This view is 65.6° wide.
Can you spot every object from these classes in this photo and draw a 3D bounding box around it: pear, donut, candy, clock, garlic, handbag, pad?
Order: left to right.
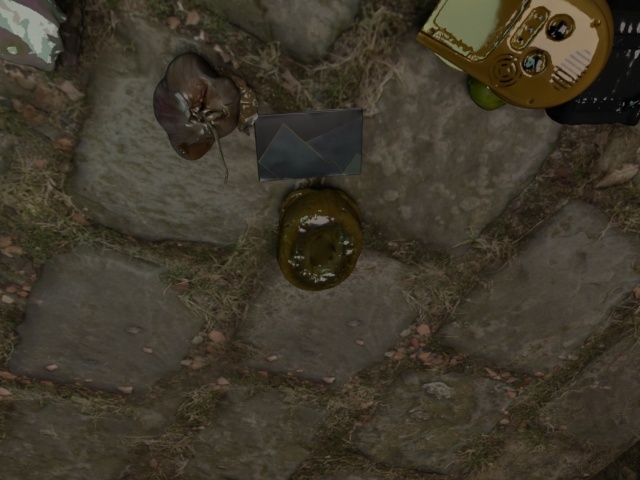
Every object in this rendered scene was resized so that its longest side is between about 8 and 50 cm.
[{"bbox_3d":[-0.504,-0.376,0.822,0.195,0.185,0.137,15,116,-18],"label":"candy"},{"bbox_3d":[-0.195,-0.232,0.966,0.207,0.257,0.207,-37,162,-14],"label":"garlic"},{"bbox_3d":[-0.025,-0.212,1.118,0.242,0.004,0.164,-6,125,-6],"label":"pad"},{"bbox_3d":[0.000,0.000,1.191,0.208,0.128,0.262,-2,126,-8],"label":"donut"},{"bbox_3d":[0.360,-0.321,1.060,0.097,0.092,0.092,29,125,22],"label":"pear"},{"bbox_3d":[0.360,-0.374,0.892,0.317,0.200,0.244,38,127,2],"label":"clock"},{"bbox_3d":[0.583,-0.360,1.011,0.181,0.181,0.255,2,123,-1],"label":"handbag"}]
